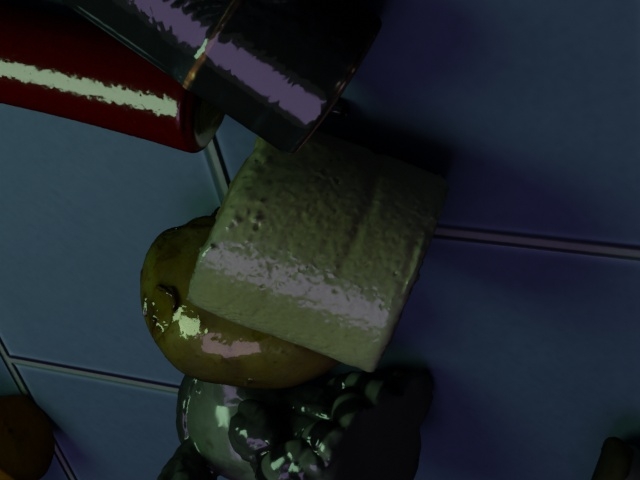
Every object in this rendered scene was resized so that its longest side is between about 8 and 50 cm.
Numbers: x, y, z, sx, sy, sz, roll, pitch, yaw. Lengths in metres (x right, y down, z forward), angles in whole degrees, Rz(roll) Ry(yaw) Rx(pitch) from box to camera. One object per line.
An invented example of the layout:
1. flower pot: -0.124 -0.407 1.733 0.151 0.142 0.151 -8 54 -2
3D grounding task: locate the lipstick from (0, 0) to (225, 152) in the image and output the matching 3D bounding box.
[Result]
1. lipstick: -0.183 -0.123 0.848 0.241 0.080 0.080 15 138 15

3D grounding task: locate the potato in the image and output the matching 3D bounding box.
1. potato: -0.057 0.055 0.924 0.176 0.137 0.137 27 140 17

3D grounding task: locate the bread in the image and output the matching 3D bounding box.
1. bread: 0.000 0.000 0.812 0.141 0.148 0.134 20 124 3

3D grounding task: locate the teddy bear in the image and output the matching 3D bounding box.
1. teddy bear: -0.051 0.162 1.000 0.251 0.171 0.144 6 128 28

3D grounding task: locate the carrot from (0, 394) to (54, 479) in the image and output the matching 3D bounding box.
1. carrot: -0.431 0.239 1.329 0.302 0.139 0.139 -22 119 34

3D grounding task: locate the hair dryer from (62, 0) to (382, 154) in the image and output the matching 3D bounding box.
1. hair dryer: -0.008 -0.217 0.655 0.189 0.107 0.352 33 132 -7

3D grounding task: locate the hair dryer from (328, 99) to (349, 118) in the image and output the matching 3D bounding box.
1. hair dryer: -0.020 -0.100 0.823 0.083 0.026 0.047 18 139 7

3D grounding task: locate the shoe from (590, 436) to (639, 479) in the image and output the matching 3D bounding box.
1. shoe: 0.265 0.263 0.983 0.098 0.103 0.275 4 140 25
